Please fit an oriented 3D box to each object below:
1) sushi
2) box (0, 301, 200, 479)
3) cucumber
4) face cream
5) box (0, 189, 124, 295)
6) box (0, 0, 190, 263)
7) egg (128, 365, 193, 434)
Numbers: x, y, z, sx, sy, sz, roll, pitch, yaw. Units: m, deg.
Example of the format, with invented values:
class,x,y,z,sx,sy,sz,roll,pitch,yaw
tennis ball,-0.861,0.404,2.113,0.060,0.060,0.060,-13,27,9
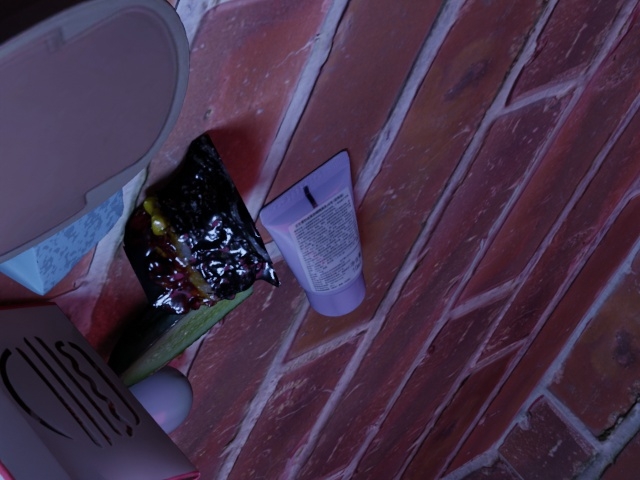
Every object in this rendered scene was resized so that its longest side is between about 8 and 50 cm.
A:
class,x,y,z,sx,sy,sz,roll,pitch,yaw
sushi,-0.152,0.007,1.814,0.150,0.153,0.172,-27,147,-4
box,-0.384,0.279,1.714,0.312,0.314,0.300,-51,159,20
cucumber,-0.198,0.104,2.033,0.244,0.063,0.115,-40,159,-5
face cream,0.000,0.000,2.165,0.154,0.096,0.274,-34,144,-14
box,-0.285,-0.061,1.492,0.162,0.130,0.227,-49,164,-28
box,-0.278,-0.148,1.229,0.301,0.216,0.301,-33,157,-16
egg,-0.241,0.228,2.136,0.135,0.103,0.103,-23,151,-36
